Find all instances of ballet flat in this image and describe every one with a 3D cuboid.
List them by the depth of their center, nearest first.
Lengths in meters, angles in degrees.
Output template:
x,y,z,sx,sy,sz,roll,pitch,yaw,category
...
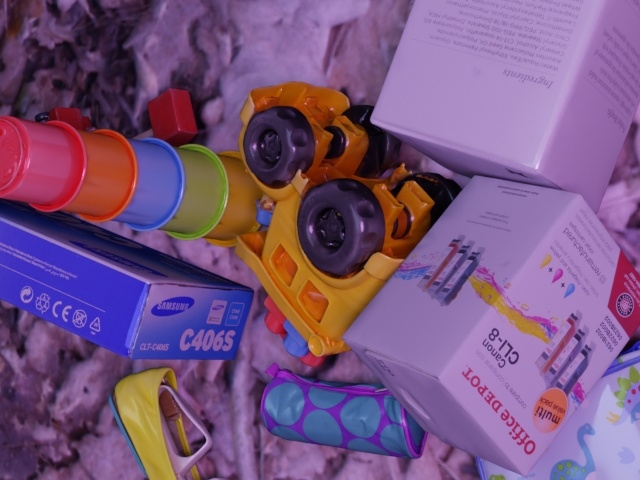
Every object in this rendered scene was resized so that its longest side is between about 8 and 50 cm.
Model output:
x,y,z,sx,sy,sz,roll,pitch,yaw,category
-0.128,0.223,1.223,0.077,0.077,0.231,-28,70,9,ballet flat

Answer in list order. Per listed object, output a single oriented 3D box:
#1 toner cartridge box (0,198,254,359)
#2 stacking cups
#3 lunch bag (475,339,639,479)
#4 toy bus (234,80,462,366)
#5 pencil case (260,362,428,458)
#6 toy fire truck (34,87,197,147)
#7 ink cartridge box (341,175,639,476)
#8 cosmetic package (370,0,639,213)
x,y,z,sx,sy,sz,roll,pitch,yaw,category
-0.251,0.023,1.256,0.348,0.165,0.075,20,97,30,toner cartridge box
-0.164,-0.047,1.120,0.096,0.316,0.096,-2,87,29,stacking cups
0.237,0.175,0.993,0.219,0.090,0.176,-27,73,27,lunch bag
0.000,0.000,1.133,0.220,0.149,0.211,51,127,26,toy bus
0.023,0.148,1.137,0.151,0.064,0.070,2,116,31,pencil case
-0.227,-0.094,1.285,0.192,0.135,0.047,-26,73,44,toy fire truck
0.134,0.061,0.980,0.176,0.128,0.127,-50,31,-14,ink cartridge box
0.161,-0.138,1.017,0.151,0.151,0.184,21,89,31,cosmetic package
